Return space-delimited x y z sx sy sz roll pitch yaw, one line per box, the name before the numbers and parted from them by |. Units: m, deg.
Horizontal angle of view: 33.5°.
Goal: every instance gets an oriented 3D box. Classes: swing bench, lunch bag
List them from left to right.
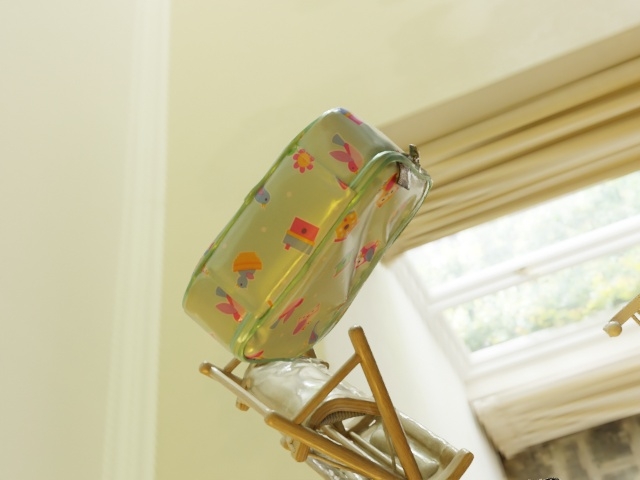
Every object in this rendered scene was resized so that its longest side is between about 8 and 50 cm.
lunch bag | 0.000 0.000 1.121 0.108 0.279 0.224 41 -172 22
swing bench | 0.016 0.218 1.356 0.254 0.165 0.253 50 167 -22

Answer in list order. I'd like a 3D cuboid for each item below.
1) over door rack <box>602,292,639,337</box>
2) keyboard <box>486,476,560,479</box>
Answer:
over door rack | 0.511 0.073 1.175 0.239 0.324 0.108 46 -167 6
keyboard | 0.354 0.408 1.691 0.108 0.180 0.023 -74 -11 -64
